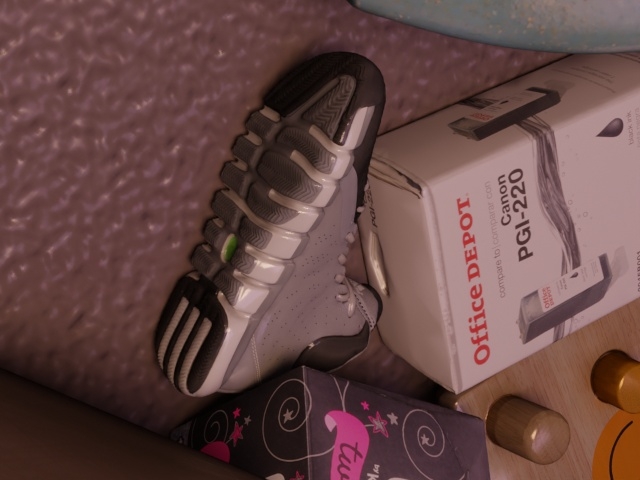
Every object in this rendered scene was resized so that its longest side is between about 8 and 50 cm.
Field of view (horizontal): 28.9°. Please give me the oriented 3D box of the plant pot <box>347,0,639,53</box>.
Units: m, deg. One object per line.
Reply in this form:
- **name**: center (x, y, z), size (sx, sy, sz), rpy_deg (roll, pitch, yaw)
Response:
- **plant pot**: center (0.106, -0.229, 0.637), size (0.252, 0.247, 0.248), rpy_deg (-15, 118, -8)

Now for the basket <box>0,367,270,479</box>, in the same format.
- **basket**: center (-0.143, 0.156, 0.615), size (0.227, 0.154, 0.204), rpy_deg (12, 97, 4)

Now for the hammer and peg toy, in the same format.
- **hammer and peg toy**: center (0.246, 0.212, 0.924), size (0.266, 0.127, 0.361), rpy_deg (-28, 108, -20)

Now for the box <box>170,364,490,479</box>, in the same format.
- **box**: center (0.011, 0.222, 0.737), size (0.163, 0.142, 0.247), rpy_deg (21, 52, -37)

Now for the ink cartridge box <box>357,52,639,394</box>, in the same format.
- **ink cartridge box**: center (0.140, -0.019, 0.832), size (0.218, 0.092, 0.158), rpy_deg (-24, 120, -21)

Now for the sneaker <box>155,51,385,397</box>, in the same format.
- **sneaker**: center (0.000, 0.000, 0.764), size (0.132, 0.086, 0.229), rpy_deg (18, 109, -41)
